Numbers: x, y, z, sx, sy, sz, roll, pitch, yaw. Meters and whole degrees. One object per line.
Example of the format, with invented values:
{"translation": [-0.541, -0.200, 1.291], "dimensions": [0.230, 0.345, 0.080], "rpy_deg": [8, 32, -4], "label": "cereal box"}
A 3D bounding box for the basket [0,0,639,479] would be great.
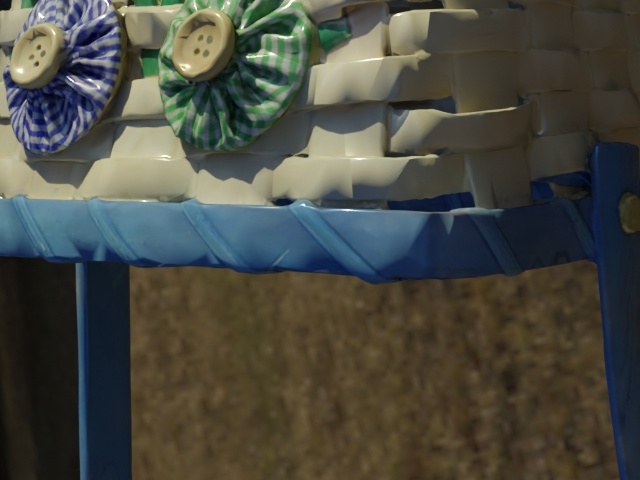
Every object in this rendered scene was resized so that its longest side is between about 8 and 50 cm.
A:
{"translation": [0.000, 0.000, 0.642], "dimensions": [0.255, 0.201, 0.289], "rpy_deg": [-2, 98, 41], "label": "basket"}

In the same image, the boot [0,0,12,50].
{"translation": [-0.215, -0.232, 1.340], "dimensions": [0.208, 0.076, 0.189], "rpy_deg": [-27, 102, 35], "label": "boot"}
